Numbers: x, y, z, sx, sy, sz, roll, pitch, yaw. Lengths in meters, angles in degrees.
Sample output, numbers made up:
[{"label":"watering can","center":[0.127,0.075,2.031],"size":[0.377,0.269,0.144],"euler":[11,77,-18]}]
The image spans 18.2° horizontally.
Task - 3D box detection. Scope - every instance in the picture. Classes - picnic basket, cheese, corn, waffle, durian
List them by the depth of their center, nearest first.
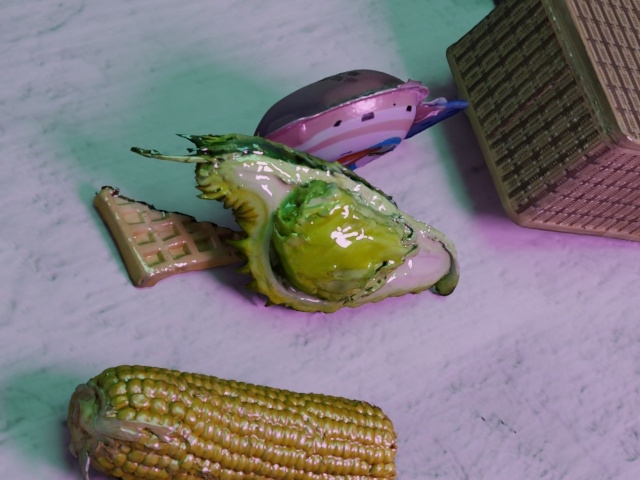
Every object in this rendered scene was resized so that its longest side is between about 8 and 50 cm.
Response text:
[{"label":"corn","center":[-0.061,0.161,1.612],"size":[0.293,0.106,0.106],"euler":[9,53,-26]},{"label":"durian","center":[-0.003,-0.005,1.743],"size":[0.375,0.132,0.107],"euler":[25,50,-39]},{"label":"waffle","center":[-0.117,-0.014,1.759],"size":[0.152,0.023,0.097],"euler":[-12,67,-36]},{"label":"cheese","center":[0.034,-0.105,1.825],"size":[0.286,0.189,0.074],"euler":[-8,76,-57]},{"label":"picnic basket","center":[0.314,-0.138,1.988],"size":[0.313,0.175,0.228],"euler":[6,55,-41]}]

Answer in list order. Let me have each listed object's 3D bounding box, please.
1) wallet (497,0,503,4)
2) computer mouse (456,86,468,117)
[{"label":"wallet","center":[0.230,-0.288,2.179],"size":[0.111,0.030,0.166],"euler":[-1,58,-33]},{"label":"computer mouse","center":[0.166,-0.154,2.033],"size":[0.066,0.039,0.096],"euler":[22,47,-27]}]
